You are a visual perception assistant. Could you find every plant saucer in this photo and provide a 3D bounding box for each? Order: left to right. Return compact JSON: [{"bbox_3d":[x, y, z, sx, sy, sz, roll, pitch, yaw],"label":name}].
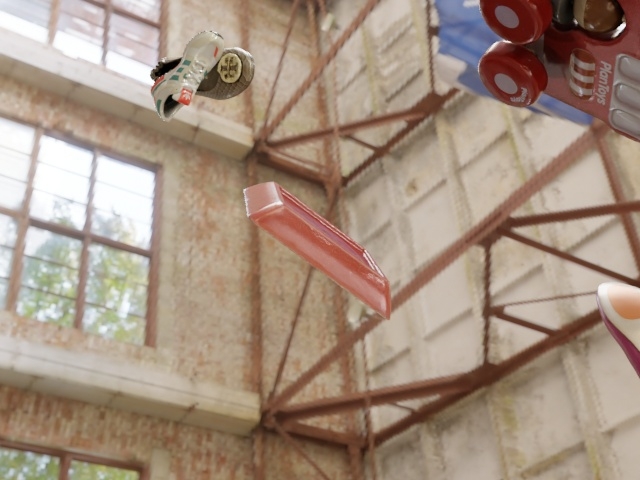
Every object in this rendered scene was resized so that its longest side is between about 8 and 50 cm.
[{"bbox_3d":[0.000,0.000,1.474,0.048,0.258,0.259,-52,-168,7],"label":"plant saucer"}]

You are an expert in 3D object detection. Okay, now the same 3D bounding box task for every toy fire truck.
[{"bbox_3d":[0.361,-0.280,1.275,0.253,0.302,0.169,31,-113,25],"label":"toy fire truck"}]

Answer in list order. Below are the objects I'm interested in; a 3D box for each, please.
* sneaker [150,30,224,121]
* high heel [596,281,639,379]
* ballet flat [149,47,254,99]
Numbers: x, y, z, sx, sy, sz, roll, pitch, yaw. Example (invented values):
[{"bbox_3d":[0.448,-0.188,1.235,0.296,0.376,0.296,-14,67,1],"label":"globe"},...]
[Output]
[{"bbox_3d":[-0.198,-0.245,1.455,0.161,0.057,0.075,-40,-134,26],"label":"sneaker"},{"bbox_3d":[0.415,0.156,1.190,0.244,0.082,0.117,-126,-157,-50],"label":"high heel"},{"bbox_3d":[-0.204,-0.280,1.584,0.249,0.058,0.084,9,-90,44],"label":"ballet flat"}]
